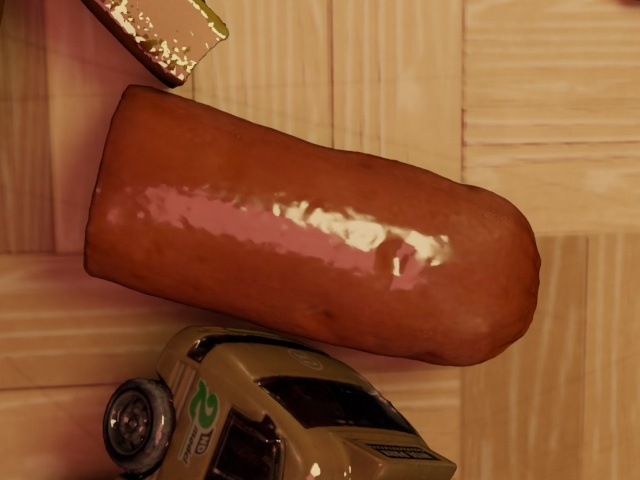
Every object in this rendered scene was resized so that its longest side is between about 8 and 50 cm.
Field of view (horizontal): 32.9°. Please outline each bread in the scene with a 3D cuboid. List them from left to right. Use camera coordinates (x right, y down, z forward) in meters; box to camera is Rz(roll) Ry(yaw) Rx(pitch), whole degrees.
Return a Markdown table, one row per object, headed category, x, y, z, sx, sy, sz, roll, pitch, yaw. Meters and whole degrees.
| category | x | y | z | sx | sy | sz | roll | pitch | yaw |
| --- | --- | --- | --- | --- | --- | --- | --- | --- | --- |
| bread | -0.142 | -0.178 | 0.578 | 0.049 | 0.088 | 0.226 | -43 | 104 | 1 |

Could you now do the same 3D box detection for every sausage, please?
| category | x | y | z | sx | sy | sz | roll | pitch | yaw |
| --- | --- | --- | --- | --- | --- | --- | --- | --- | --- |
| sausage | 0.000 | 0.000 | 0.616 | 0.259 | 0.113 | 0.114 | 16 | 95 | -10 |

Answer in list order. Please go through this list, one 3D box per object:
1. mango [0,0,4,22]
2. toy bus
| category | x | y | z | sx | sy | sz | roll | pitch | yaw |
| --- | --- | --- | --- | --- | --- | --- | --- | --- | --- |
| mango | -0.259 | -0.084 | 0.554 | 0.156 | 0.151 | 0.249 | 35 | 102 | 23 |
| toy bus | -0.048 | 0.200 | 0.573 | 0.139 | 0.157 | 0.290 | 19 | 92 | -50 |
